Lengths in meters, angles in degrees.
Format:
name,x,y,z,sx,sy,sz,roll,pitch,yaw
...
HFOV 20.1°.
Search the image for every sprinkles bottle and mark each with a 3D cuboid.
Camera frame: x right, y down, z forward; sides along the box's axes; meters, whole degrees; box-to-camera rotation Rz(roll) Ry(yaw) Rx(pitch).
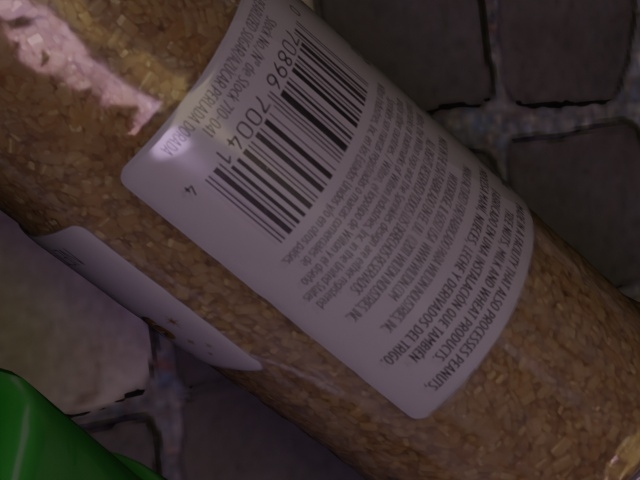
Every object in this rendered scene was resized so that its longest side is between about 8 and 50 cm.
name,x,y,z,sx,sy,sz,roll,pitch,yaw
sprinkles bottle,0.000,0.000,0.616,0.355,0.121,0.121,39,68,-25

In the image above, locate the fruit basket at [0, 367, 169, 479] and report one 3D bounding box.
name,x,y,z,sx,sy,sz,roll,pitch,yaw
fruit basket,-0.146,0.226,0.456,0.283,0.392,0.392,7,83,-1
